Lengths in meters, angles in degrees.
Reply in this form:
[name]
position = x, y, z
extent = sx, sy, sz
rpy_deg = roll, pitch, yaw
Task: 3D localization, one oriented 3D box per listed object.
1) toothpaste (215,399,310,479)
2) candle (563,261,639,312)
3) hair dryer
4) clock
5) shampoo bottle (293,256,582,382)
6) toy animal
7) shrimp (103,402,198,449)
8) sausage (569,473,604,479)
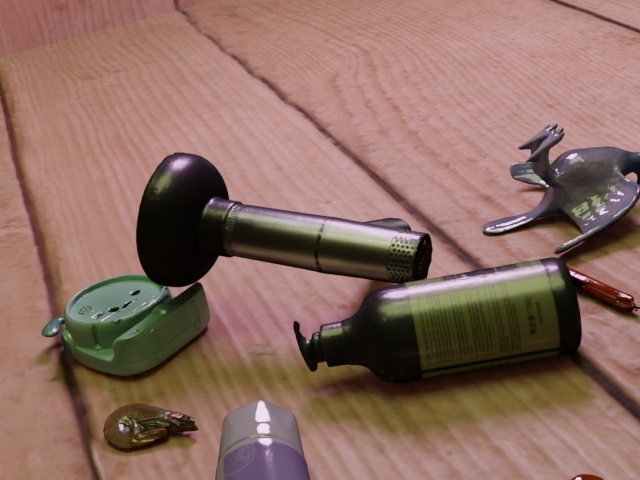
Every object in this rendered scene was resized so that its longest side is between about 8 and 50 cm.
[toothpaste]
position = -0.043, 0.270, 0.911
extent = 0.125, 0.080, 0.371
rpy_deg = -11, 30, 1
[candle]
position = 0.309, 0.057, 1.252
extent = 0.026, 0.021, 0.167
rpy_deg = -2, 18, -29
[hair dryer]
position = -0.017, 0.013, 1.357
extent = 0.320, 0.155, 0.284
rpy_deg = 10, -9, 14
[clock]
position = -0.239, 0.093, 1.368
extent = 0.188, 0.060, 0.148
rpy_deg = 7, 31, 34
[shampoo bottle]
position = 0.117, 0.088, 1.177
extent = 0.284, 0.101, 0.101
rpy_deg = -10, 25, 3
[toy animal]
position = 0.329, -0.066, 1.441
extent = 0.255, 0.176, 0.239
rpy_deg = -43, 16, 16
[shrimp]
position = -0.177, 0.194, 1.181
extent = 0.108, 0.023, 0.059
rpy_deg = 5, 39, 30
[sausage]
position = 0.211, 0.237, 0.901
extent = 0.041, 0.039, 0.131
rpy_deg = 1, 28, 10
